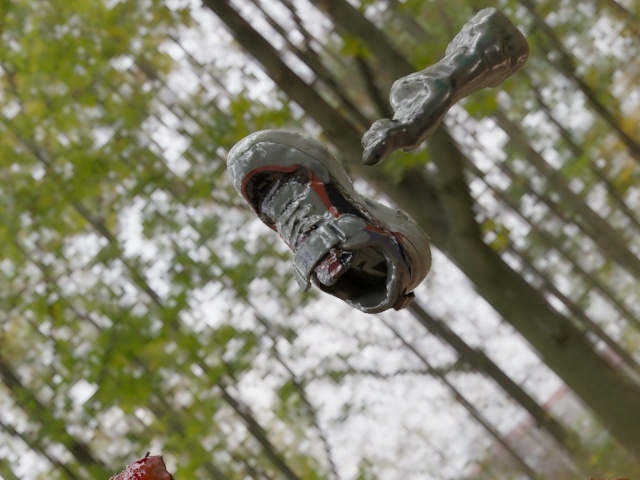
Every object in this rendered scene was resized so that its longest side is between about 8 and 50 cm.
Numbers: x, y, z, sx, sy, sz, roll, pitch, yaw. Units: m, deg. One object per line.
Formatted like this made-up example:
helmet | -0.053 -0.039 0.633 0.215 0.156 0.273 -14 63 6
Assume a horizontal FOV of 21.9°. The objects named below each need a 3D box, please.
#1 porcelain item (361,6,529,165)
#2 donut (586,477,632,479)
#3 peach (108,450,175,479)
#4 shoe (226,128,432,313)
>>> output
porcelain item | 0.103 -0.130 1.530 0.215 0.069 0.081 -43 3 -35
donut | 0.291 0.374 1.732 0.253 0.253 0.118 -46 21 -1
peach | -0.144 0.218 1.380 0.083 0.050 0.077 -44 -35 17
shoe | 0.001 0.000 1.534 0.099 0.227 0.125 -44 18 37
